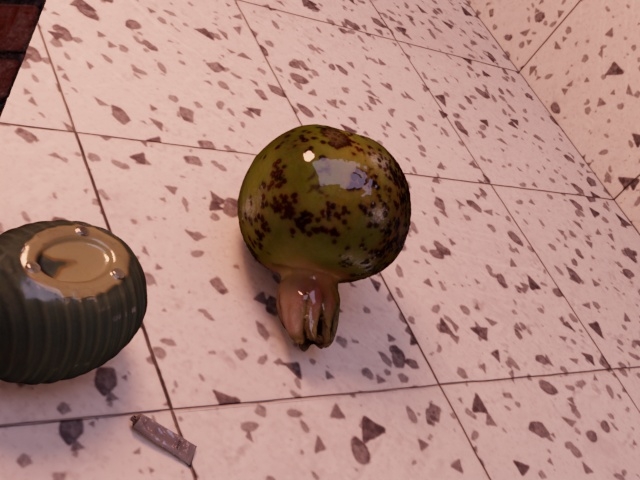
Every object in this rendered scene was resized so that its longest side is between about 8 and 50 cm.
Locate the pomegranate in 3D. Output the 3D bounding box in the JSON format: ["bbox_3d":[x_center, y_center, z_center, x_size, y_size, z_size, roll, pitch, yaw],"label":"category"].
[{"bbox_3d":[0.000,0.000,1.362,0.285,0.285,0.340,15,74,-29],"label":"pomegranate"}]

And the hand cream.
[{"bbox_3d":[-0.192,0.241,1.094,0.093,0.019,0.030,33,37,-11],"label":"hand cream"}]

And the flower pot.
[{"bbox_3d":[-0.316,0.069,1.054,0.189,0.157,0.243,49,35,17],"label":"flower pot"}]

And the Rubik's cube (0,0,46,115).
[{"bbox_3d":[-0.581,-0.264,1.031,0.344,0.344,0.337,-12,58,-49],"label":"Rubik's cube"}]
